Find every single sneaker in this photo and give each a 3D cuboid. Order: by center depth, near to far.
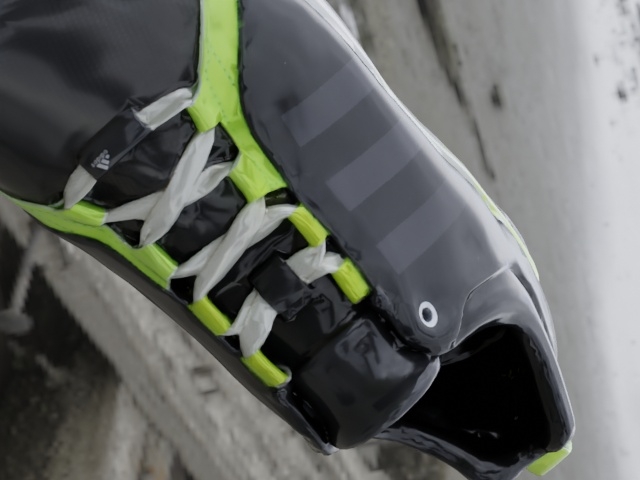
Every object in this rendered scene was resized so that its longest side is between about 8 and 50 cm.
[{"bbox_3d":[0.000,0.000,0.378,0.235,0.084,0.097,30,26,-42],"label":"sneaker"}]
